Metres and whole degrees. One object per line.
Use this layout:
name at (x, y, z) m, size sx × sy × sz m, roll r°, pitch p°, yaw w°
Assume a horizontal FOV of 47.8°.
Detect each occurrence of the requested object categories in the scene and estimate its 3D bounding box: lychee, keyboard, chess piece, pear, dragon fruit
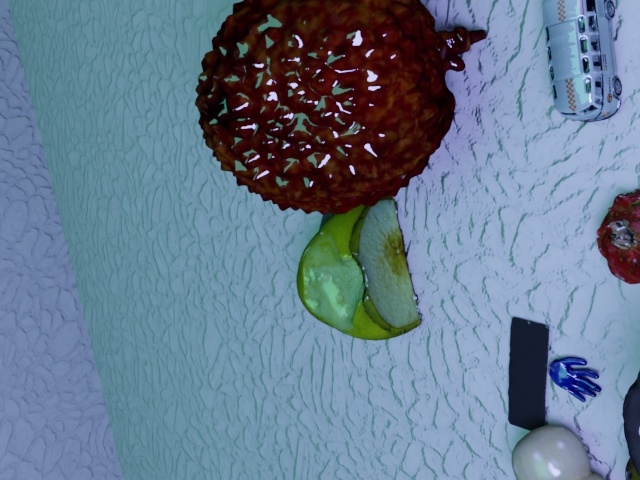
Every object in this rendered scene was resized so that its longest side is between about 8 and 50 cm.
lychee at (0.033, -0.263, 1.204) m, size 0.499 × 0.424 × 0.425 m, roll -24°, pitch 78°, yaw 8°
keyboard at (0.357, 0.231, 1.236) m, size 0.074 × 0.015 × 0.197 m, roll 9°, pitch 106°, yaw 42°
chess piece at (0.411, 0.440, 1.138) m, size 0.167 × 0.167 × 0.300 m, roll -49°, pitch 57°, yaw 42°
pear at (0.048, 0.064, 1.432) m, size 0.292 × 0.159 × 0.293 m, roll 17°, pitch 113°, yaw 47°
dragon fruit at (0.446, 0.006, 1.015) m, size 0.153 × 0.110 × 0.153 m, roll 18°, pitch 113°, yaw 48°

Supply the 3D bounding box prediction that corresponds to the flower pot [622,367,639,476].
flower pot at (0.533, 0.194, 0.844) m, size 0.266 × 0.267 × 0.267 m, roll 13°, pitch 109°, yaw 44°

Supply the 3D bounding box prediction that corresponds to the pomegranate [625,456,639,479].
pomegranate at (0.488, 0.337, 1.012) m, size 0.129 × 0.159 × 0.130 m, roll -24°, pitch 55°, yaw 39°

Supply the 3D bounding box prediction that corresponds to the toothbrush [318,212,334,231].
toothbrush at (0.000, 0.000, 1.564) m, size 0.030 × 0.030 × 0.297 m, roll 24°, pitch 117°, yaw 13°

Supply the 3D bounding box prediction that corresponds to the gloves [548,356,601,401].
gloves at (0.411, 0.219, 1.163) m, size 0.086 × 0.026 × 0.064 m, roll 37°, pitch 122°, yaw 37°

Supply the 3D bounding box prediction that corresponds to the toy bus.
toy bus at (0.375, -0.267, 1.043) m, size 0.087 × 0.089 × 0.194 m, roll -1°, pitch 99°, yaw 48°
